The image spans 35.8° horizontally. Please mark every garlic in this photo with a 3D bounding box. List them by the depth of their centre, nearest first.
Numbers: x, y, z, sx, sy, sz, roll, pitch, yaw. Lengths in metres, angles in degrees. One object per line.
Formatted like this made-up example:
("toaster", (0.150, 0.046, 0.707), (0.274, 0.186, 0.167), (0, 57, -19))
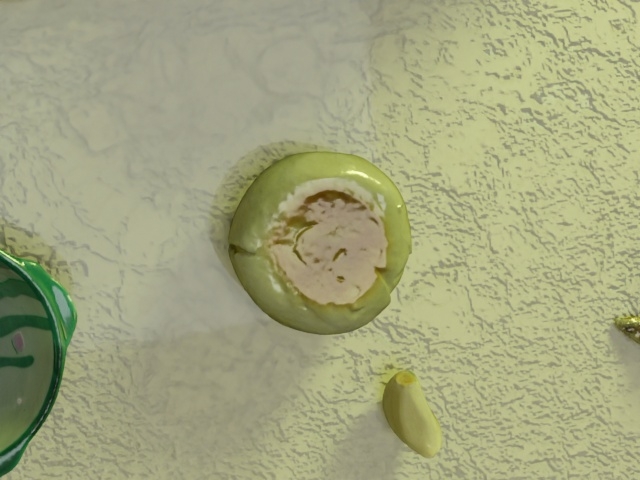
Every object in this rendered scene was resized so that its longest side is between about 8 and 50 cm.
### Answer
("garlic", (0.080, 0.152, 0.893), (0.041, 0.053, 0.083), (-24, 113, -12))

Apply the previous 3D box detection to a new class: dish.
("dish", (-0.307, 0.070, 0.760), (0.224, 0.078, 0.246), (-30, 107, -9))

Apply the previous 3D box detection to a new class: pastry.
("pastry", (0.000, 0.000, 0.827), (0.156, 0.092, 0.156), (-2, 97, -16))

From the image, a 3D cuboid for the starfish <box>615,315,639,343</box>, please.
("starfish", (0.408, 0.068, 0.962), (0.235, 0.062, 0.277), (11, 109, -4))
